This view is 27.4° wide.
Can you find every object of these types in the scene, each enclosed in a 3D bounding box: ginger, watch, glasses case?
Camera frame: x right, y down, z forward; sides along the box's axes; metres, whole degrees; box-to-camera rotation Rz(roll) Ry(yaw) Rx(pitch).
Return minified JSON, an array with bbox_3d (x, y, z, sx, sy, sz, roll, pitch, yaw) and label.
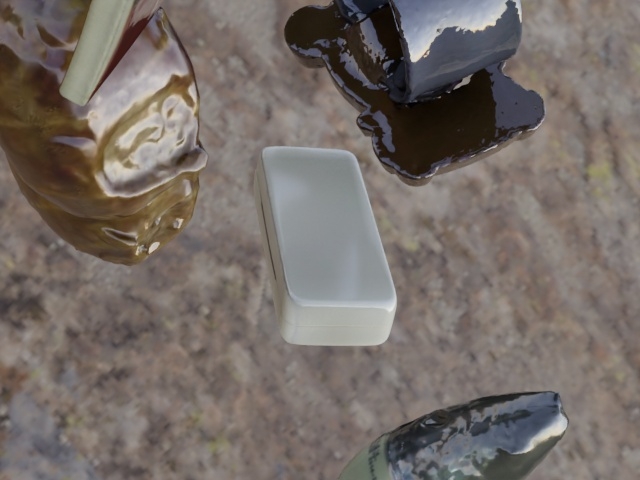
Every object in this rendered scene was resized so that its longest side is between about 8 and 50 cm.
[{"bbox_3d":[-0.202,-0.132,1.022,0.152,0.357,0.274,-35,79,-14],"label":"ginger"},{"bbox_3d":[0.127,-0.287,1.576,0.327,0.314,0.335,81,-15,-66],"label":"watch"},{"bbox_3d":[0.000,0.000,1.590,0.131,0.070,0.313,1,38,-12],"label":"glasses case"}]

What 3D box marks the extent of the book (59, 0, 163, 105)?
[{"bbox_3d":[-0.040,-0.260,0.728,0.028,0.374,0.262,30,58,-6],"label":"book"}]

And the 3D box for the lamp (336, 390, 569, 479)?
[{"bbox_3d":[0.086,0.187,1.026,0.101,0.250,0.101,47,23,-27],"label":"lamp"}]
